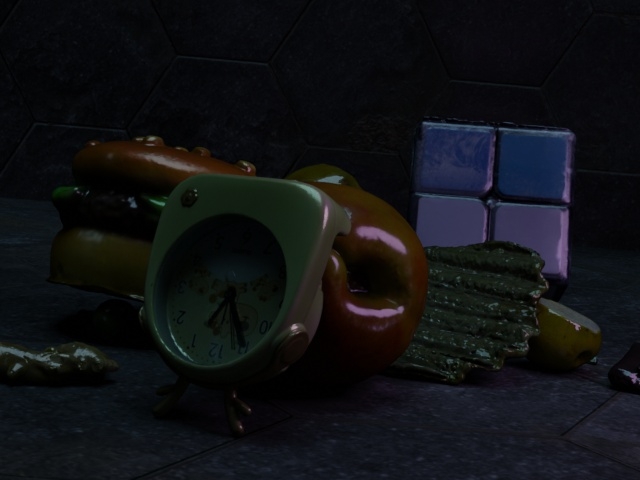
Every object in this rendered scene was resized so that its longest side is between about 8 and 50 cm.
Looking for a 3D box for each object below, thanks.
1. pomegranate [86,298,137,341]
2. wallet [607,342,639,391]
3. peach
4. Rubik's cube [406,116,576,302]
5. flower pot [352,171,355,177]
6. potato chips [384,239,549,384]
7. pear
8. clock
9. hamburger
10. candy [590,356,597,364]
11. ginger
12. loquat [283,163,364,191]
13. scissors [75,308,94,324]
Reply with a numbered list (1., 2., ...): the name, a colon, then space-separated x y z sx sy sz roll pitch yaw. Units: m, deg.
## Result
1. pomegranate: -0.323 0.126 1.614 0.073 0.073 0.084 1 -13 -34
2. wallet: 0.563 0.208 1.642 0.182 0.049 0.229 11 10 26
3. peach: -0.003 0.058 1.458 0.308 0.308 0.332 3 2 -19
4. Rubik's cube: 0.328 -0.033 2.057 0.316 0.318 0.313 6 -16 7
5. flower pot: -0.044 0.013 2.149 0.259 0.290 0.290 -7 3 13
6. potato chips: 0.158 0.101 1.688 0.429 0.070 0.358 10 35 35
7. pear: 0.382 0.160 1.693 0.141 0.104 0.141 26 14 -7
8. clock: -0.105 0.075 1.250 0.235 0.308 0.096 8 -14 28
9. hamburger: -0.239 -0.020 1.741 0.395 0.277 0.396 13 -4 1
10. candy: 0.336 0.159 1.844 0.335 0.092 0.093 19 8 34
11. ginger: -0.362 0.156 1.359 0.176 0.052 0.193 1 4 15
12. loquat: -0.015 -0.019 1.890 0.213 0.246 0.213 48 0 0
13. scissors: -0.395 0.129 1.753 0.039 0.012 0.113 3 6 -15
